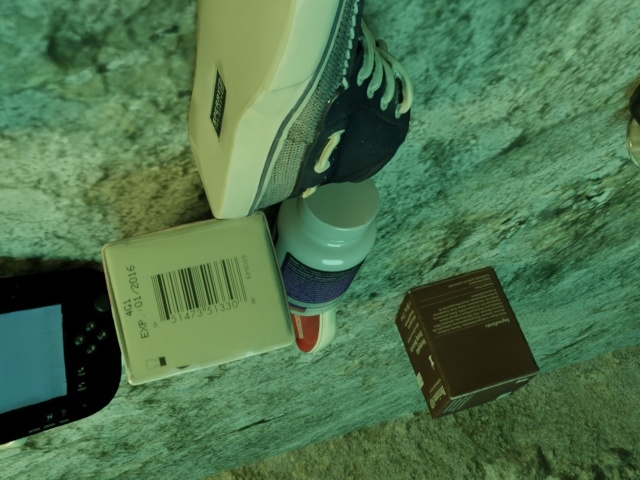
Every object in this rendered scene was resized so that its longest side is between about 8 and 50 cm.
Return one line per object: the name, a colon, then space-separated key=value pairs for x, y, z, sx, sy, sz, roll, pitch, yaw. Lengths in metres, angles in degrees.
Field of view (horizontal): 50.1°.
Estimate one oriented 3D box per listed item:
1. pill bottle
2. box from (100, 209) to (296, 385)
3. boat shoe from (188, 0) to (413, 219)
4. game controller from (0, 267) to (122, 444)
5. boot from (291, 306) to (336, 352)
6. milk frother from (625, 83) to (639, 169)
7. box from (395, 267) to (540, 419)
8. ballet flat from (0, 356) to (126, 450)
pill bottle: x=0.000 y=0.000 z=0.754 sx=0.108 sy=0.108 sz=0.193 roll=-11 pitch=155 yaw=-19
box: x=-0.122 y=0.062 z=0.694 sx=0.149 sy=0.126 sz=0.232 roll=-13 pitch=175 yaw=-12
boat shoe: x=0.004 y=-0.130 z=0.483 sx=0.158 sy=0.127 sz=0.340 roll=-15 pitch=165 yaw=-21
game controller: x=-0.337 y=0.123 z=0.664 sx=0.067 sy=0.166 sz=0.319 roll=-6 pitch=-179 yaw=42
boot: x=-0.068 y=0.098 z=0.949 sx=0.176 sy=0.088 sz=0.244 roll=-13 pitch=148 yaw=-13
milk frother: x=0.439 y=-0.157 z=0.774 sx=0.143 sy=0.129 sz=0.135 roll=-41 pitch=-158 yaw=-22
box: x=0.254 y=0.185 z=1.228 sx=0.167 sy=0.203 sz=0.168 roll=-14 pitch=155 yaw=-10
ballet flat: x=-0.354 y=0.181 z=0.853 sx=0.400 sy=0.139 sz=0.139 roll=-23 pitch=156 yaw=8
